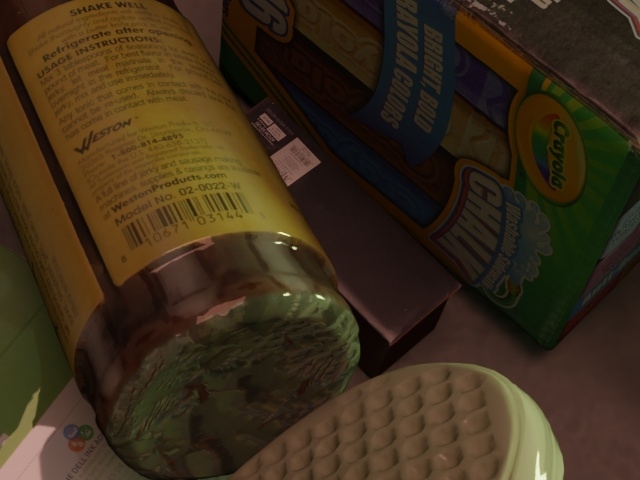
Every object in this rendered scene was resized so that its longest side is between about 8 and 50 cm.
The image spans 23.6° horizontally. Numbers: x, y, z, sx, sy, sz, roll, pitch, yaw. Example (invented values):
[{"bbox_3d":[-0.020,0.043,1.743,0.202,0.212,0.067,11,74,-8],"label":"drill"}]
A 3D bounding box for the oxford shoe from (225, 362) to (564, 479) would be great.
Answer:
[{"bbox_3d":[-0.039,0.247,0.522,0.130,0.169,0.449,38,73,-31],"label":"oxford shoe"}]

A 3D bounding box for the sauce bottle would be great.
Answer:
[{"bbox_3d":[-0.094,-0.057,0.669,0.111,0.111,0.344,-16,50,-15],"label":"sauce bottle"}]

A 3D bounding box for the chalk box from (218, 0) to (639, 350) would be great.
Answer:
[{"bbox_3d":[0.116,-0.088,0.702,0.289,0.179,0.180,42,65,16],"label":"chalk box"}]

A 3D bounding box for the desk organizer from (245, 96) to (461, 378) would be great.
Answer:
[{"bbox_3d":[0.000,0.000,0.722,0.047,0.050,0.130,-39,74,-23],"label":"desk organizer"}]

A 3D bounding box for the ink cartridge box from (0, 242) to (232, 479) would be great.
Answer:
[{"bbox_3d":[-0.098,0.097,0.655,0.209,0.062,0.109,32,64,9],"label":"ink cartridge box"}]
